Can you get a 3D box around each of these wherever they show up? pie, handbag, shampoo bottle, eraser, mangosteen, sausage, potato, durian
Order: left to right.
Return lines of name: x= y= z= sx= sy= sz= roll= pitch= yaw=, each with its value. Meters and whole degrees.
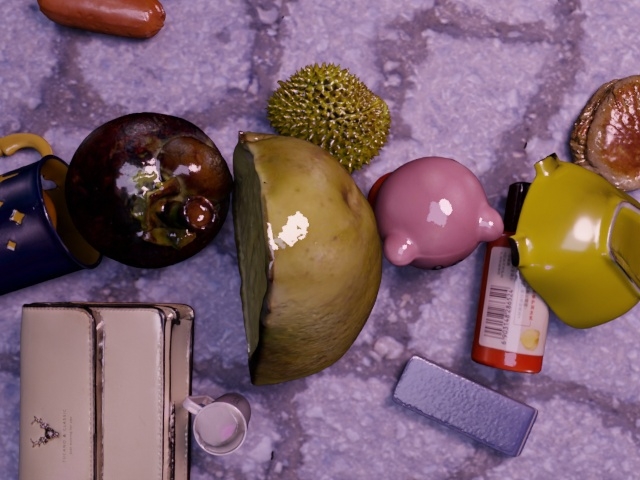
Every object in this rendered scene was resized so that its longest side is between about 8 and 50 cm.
handbag: x=-0.321 y=0.269 z=0.911 sx=0.236 sy=0.160 sz=0.359 roll=0 pitch=87 yaw=9
sausage: x=-0.342 y=-0.365 z=0.984 sx=0.197 sy=0.076 sz=0.076 roll=11 pitch=87 yaw=0
mangosteen: x=-0.229 y=-0.061 z=0.863 sx=0.231 sy=0.289 sz=0.231 roll=-6 pitch=107 yaw=-21
potato: x=0.000 y=0.000 z=0.833 sx=0.212 sy=0.280 sz=0.330 roll=-4 pitch=71 yaw=-14
durian: x=0.007 y=-0.179 z=0.923 sx=0.198 sy=0.159 sz=0.146 roll=27 pitch=83 yaw=3
eraser: x=0.224 y=0.254 z=0.959 sx=0.225 sy=0.036 sz=0.082 roll=24 pitch=88 yaw=2
shampoo bottle: x=0.296 y=0.051 z=0.933 sx=0.104 sy=0.104 sz=0.278 roll=8 pitch=88 yaw=2
pie: x=0.480 y=-0.167 z=0.957 sx=0.163 sy=0.079 sz=0.193 roll=28 pitch=86 yaw=-3

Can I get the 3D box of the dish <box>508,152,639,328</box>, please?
dish: x=0.394 y=0.003 z=0.870 sx=0.262 sy=0.108 sz=0.221 roll=32 pitch=73 yaw=-31

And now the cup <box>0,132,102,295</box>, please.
cup: x=-0.487 y=-0.026 z=0.952 sx=0.256 sy=0.255 sz=0.178 roll=-18 pitch=124 yaw=3

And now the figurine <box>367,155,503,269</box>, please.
figurine: x=0.163 y=-0.038 z=0.910 sx=0.173 sy=0.173 sz=0.173 roll=0 pitch=87 yaw=1

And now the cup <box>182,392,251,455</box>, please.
cup: x=-0.154 y=0.260 z=0.926 sx=0.104 sy=0.116 sz=0.074 roll=28 pitch=89 yaw=1
